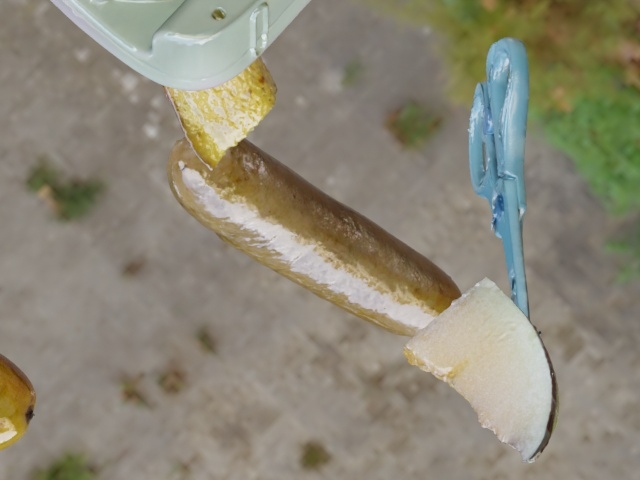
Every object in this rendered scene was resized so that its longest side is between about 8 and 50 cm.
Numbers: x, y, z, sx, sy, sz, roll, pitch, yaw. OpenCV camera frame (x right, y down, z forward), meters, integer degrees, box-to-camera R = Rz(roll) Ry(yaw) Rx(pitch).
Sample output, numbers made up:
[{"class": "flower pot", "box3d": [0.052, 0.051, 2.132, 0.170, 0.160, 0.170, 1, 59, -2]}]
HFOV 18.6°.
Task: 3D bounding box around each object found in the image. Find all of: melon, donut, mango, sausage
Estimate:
[{"class": "melon", "box3d": [0.158, 0.115, 1.669, 0.182, 0.098, 0.054, 42, 161, 43]}, {"class": "donut", "box3d": [-0.123, -0.239, 2.185, 0.151, 0.112, 0.295, 54, -162, -39]}, {"class": "mango", "box3d": [-0.436, 0.185, 2.128, 0.113, 0.253, 0.138, 65, -169, -78]}, {"class": "sausage", "box3d": [-0.002, 0.000, 2.463, 0.501, 0.123, 0.136, 32, 156, -36]}]

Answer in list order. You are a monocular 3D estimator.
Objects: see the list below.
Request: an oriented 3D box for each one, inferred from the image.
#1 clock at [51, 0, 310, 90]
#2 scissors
[{"class": "clock", "box3d": [-0.137, -0.293, 1.585, 0.324, 0.265, 0.108, 34, 160, 13]}, {"class": "scissors", "box3d": [0.187, -0.039, 1.972, 0.180, 0.032, 0.393, 104, 167, -53]}]
